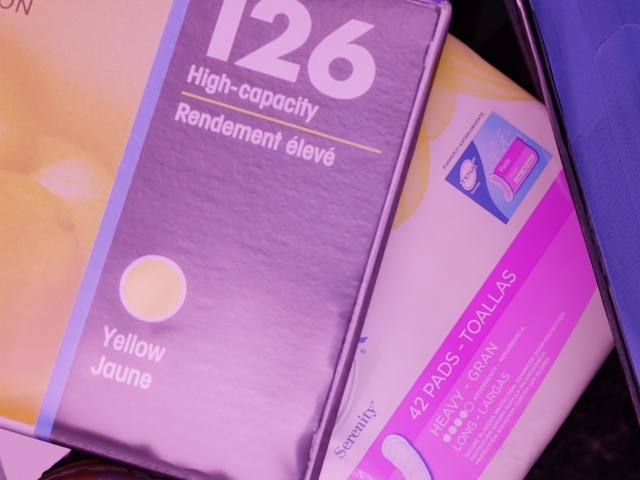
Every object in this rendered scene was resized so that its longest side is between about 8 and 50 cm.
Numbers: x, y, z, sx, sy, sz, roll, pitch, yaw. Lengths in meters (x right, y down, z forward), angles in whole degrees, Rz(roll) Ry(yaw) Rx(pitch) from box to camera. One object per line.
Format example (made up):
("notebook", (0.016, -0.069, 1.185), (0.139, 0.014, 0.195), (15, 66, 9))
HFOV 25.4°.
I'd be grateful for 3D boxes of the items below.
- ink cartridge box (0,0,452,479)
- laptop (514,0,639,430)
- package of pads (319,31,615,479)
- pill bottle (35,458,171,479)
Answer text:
("ink cartridge box", (-0.108, -0.071, 0.615), (0.303, 0.072, 0.307), (16, 83, 3))
("laptop", (0.282, 0.003, 0.620), (0.407, 0.236, 0.382), (-20, 102, -8))
("package of pads", (0.000, 0.000, 0.702), (0.296, 0.101, 0.229), (37, 82, -1))
("pill bottle", (-0.096, 0.158, 0.620), (0.121, 0.216, 0.121), (1, 85, -6))
